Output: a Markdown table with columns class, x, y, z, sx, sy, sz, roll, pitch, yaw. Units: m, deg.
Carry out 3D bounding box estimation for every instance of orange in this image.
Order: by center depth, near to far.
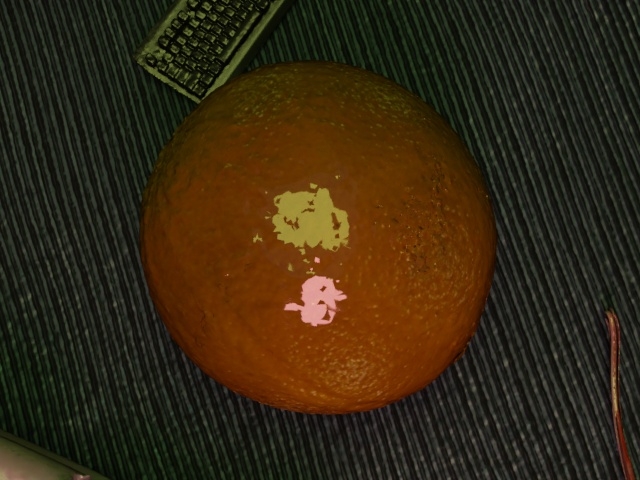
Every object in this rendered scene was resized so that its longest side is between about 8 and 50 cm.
| class | x | y | z | sx | sy | sz | roll | pitch | yaw |
| --- | --- | --- | --- | --- | --- | --- | --- | --- | --- |
| orange | 0.000 | 0.000 | 0.846 | 0.274 | 0.274 | 0.274 | 0 | 78 | 1 |

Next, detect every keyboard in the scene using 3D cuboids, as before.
| class | x | y | z | sx | sy | sz | roll | pitch | yaw |
| --- | --- | --- | --- | --- | --- | --- | --- | --- | --- |
| keyboard | -0.070 | -0.229 | 1.014 | 0.093 | 0.025 | 0.230 | 33 | 81 | 5 |

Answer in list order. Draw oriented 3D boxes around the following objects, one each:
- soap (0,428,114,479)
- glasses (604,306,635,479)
| class | x | y | z | sx | sy | sz | roll | pitch | yaw |
| --- | --- | --- | --- | --- | --- | --- | --- | --- | --- |
| soap | -0.343 | 0.243 | 0.854 | 0.302 | 0.159 | 0.258 | 21 | 76 | 7 |
| glasses | 0.357 | 0.175 | 0.918 | 0.234 | 0.118 | 0.268 | -12 | 58 | 0 |
